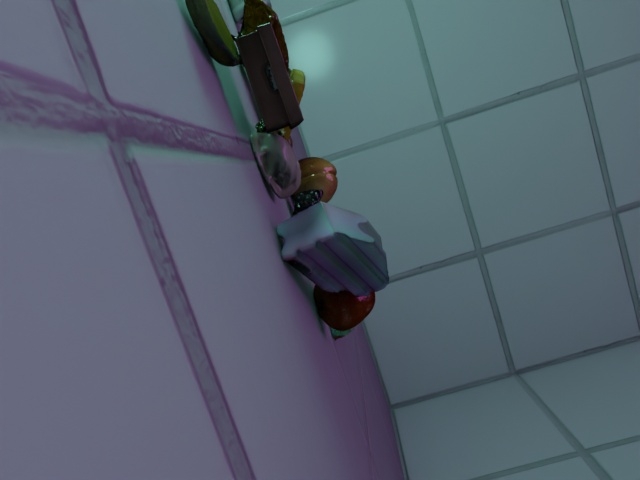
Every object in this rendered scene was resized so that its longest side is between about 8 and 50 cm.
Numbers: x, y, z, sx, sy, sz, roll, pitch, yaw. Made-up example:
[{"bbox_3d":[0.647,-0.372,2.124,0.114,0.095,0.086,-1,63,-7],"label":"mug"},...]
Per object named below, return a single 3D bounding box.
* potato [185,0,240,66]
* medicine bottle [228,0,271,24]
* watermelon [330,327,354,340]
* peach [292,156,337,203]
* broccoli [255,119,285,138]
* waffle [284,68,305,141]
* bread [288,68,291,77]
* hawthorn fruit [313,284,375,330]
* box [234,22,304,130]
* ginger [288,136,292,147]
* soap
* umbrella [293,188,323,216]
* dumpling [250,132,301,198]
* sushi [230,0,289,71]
[{"bbox_3d":[-0.215,-0.414,0.893,0.198,0.054,0.119,35,38,-80],"label":"potato"},{"bbox_3d":[-0.255,-0.851,1.536,0.135,0.135,0.215,-73,145,-82],"label":"medicine bottle"},{"bbox_3d":[0.068,0.236,1.600,0.146,0.128,0.231,55,7,0],"label":"watermelon"},{"bbox_3d":[-0.025,-0.206,1.620,0.184,0.184,0.184,-18,90,-85],"label":"peach"},{"bbox_3d":[-0.134,-0.276,1.225,0.097,0.095,0.092,-33,-132,59],"label":"broccoli"},{"bbox_3d":[-0.104,-0.423,1.482,0.248,0.055,0.221,-93,-157,-61],"label":"waffle"},{"bbox_3d":[-0.176,-0.527,1.565,0.110,0.156,0.103,31,0,14],"label":"bread"},{"bbox_3d":[0.083,0.160,1.343,0.179,0.200,0.179,31,-50,46],"label":"hawthorn fruit"},{"bbox_3d":[-0.114,-0.356,1.062,0.215,0.086,0.215,-108,179,-77],"label":"box"},{"bbox_3d":[-0.131,-0.387,1.799,0.173,0.051,0.069,-54,130,-82],"label":"ginger"},{"bbox_3d":[0.058,0.034,1.153,0.324,0.193,0.109,43,26,-49],"label":"soap"},{"bbox_3d":[0.002,0.001,1.489,0.154,0.128,0.336,-94,168,-80],"label":"umbrella"},{"bbox_3d":[-0.107,-0.188,1.156,0.176,0.093,0.150,70,16,-57],"label":"dumpling"},{"bbox_3d":[-0.182,-0.559,1.319,0.140,0.149,0.287,37,-11,22],"label":"sushi"}]
